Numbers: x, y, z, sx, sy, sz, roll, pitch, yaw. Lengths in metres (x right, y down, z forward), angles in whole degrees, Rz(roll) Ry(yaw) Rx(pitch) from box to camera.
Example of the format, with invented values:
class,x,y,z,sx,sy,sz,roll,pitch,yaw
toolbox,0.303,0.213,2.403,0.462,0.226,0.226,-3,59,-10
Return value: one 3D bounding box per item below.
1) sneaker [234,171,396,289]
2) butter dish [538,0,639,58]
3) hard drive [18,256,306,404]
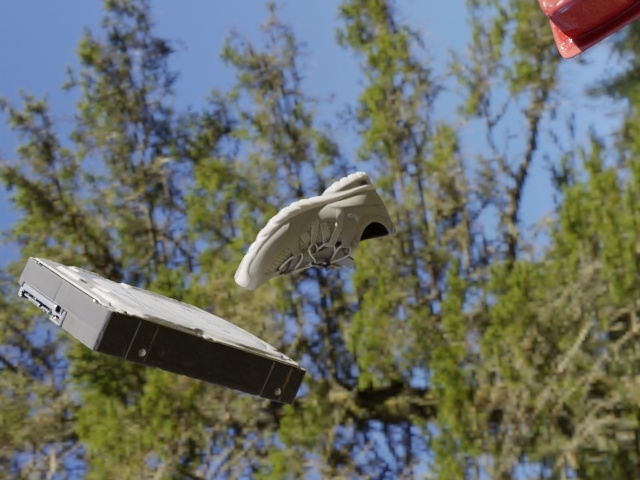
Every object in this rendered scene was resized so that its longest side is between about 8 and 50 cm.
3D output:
class,x,y,z,sx,sy,sz,roll,pitch,yaw
sneaker,0.000,0.000,1.586,0.281,0.105,0.115,-33,-104,-31
butter dish,0.306,-0.325,1.296,0.118,0.160,0.160,13,-121,-39
hard drive,-0.211,0.121,1.474,0.339,0.237,0.064,22,-89,-41
